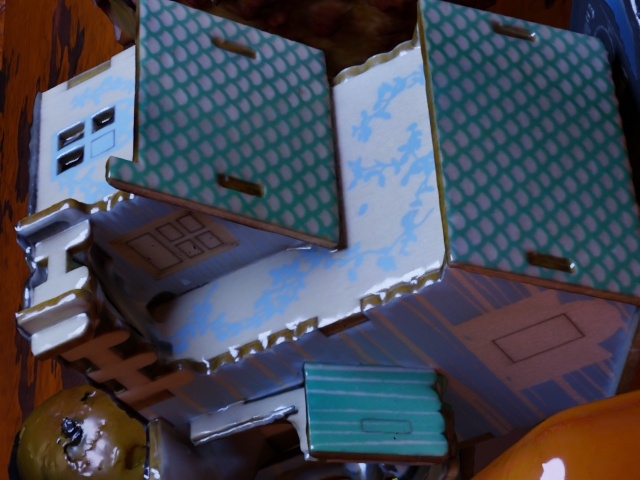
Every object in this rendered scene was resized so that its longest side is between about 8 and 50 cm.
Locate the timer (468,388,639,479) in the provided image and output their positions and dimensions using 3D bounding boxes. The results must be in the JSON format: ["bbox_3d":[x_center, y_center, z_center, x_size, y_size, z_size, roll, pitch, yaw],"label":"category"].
[{"bbox_3d":[0.131,0.189,0.644,0.257,0.161,0.250,127,129,-60],"label":"timer"}]

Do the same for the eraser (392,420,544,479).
[{"bbox_3d":[0.049,0.172,0.974,0.226,0.069,0.158,128,146,-62],"label":"eraser"}]

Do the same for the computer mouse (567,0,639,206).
[{"bbox_3d":[0.134,-0.066,0.795,0.135,0.047,0.079,96,161,-49],"label":"computer mouse"}]

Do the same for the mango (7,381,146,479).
[{"bbox_3d":[-0.181,0.206,1.607,0.156,0.151,0.248,42,150,17],"label":"mango"}]

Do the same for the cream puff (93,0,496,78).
[{"bbox_3d":[0.018,-0.216,0.907,0.350,0.229,0.350,-164,90,-77],"label":"cream puff"}]

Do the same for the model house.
[{"bbox_3d":[0.033,0.017,0.757,0.206,0.271,0.178,-24,45,21],"label":"model house"}]
